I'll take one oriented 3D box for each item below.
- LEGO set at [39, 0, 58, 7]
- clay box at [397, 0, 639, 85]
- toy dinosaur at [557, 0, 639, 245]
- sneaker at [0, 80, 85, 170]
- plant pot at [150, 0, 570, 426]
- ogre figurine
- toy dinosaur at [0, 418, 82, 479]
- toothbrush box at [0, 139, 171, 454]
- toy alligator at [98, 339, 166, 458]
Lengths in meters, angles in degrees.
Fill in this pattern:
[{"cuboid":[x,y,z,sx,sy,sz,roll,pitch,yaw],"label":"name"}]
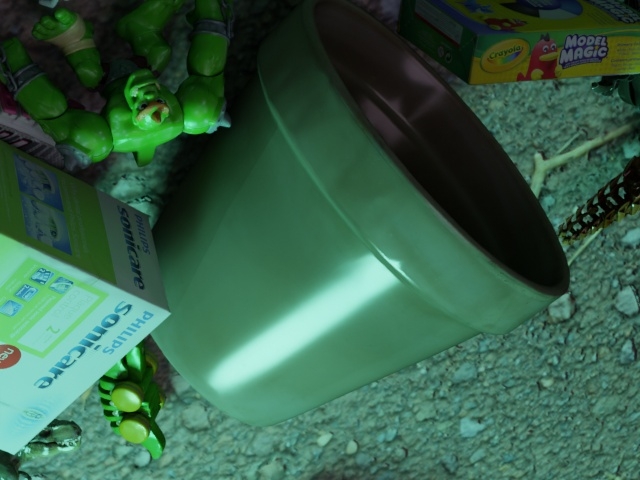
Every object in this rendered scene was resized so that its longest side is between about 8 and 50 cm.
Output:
[{"cuboid":[-0.190,-0.296,1.359,0.132,0.107,0.287,6,124,11],"label":"LEGO set"},{"cuboid":[0.196,-0.189,1.668,0.222,0.127,0.053,-8,120,-28],"label":"clay box"},{"cuboid":[0.363,-0.114,1.809,0.322,0.164,0.218,-61,148,-14],"label":"toy dinosaur"},{"cuboid":[-0.266,-0.093,1.492,0.170,0.063,0.075,19,126,-26],"label":"sneaker"},{"cuboid":[0.000,0.000,1.580,0.280,0.323,0.323,-40,132,17],"label":"plant pot"},{"cuboid":[-0.149,-0.125,1.478,0.197,0.118,0.097,-12,164,-38],"label":"ogre figurine"},{"cuboid":[-0.314,0.255,1.680,0.268,0.064,0.118,-36,123,-5],"label":"toy dinosaur"},{"cuboid":[-0.295,0.027,1.476,0.206,0.122,0.283,-41,135,23],"label":"toothbrush box"},{"cuboid":[-0.178,0.119,1.685,0.051,0.056,0.190,2,126,15],"label":"toy alligator"}]
